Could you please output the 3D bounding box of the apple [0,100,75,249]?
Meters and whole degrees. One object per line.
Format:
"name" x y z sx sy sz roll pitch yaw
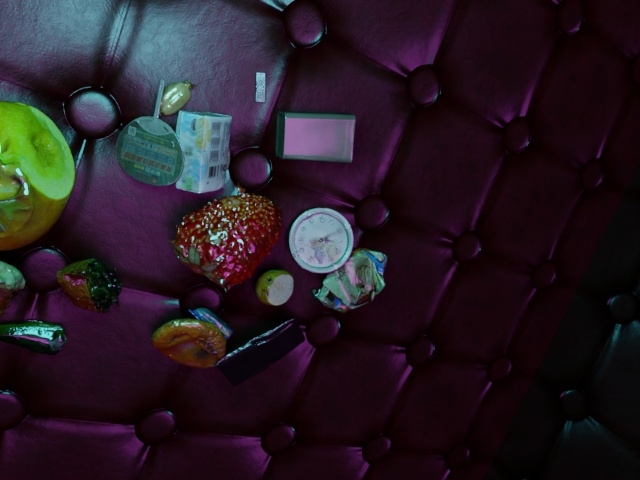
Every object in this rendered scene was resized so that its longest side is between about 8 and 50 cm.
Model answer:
"apple" -0.821 -0.164 1.280 0.374 0.374 0.384 16 101 -26

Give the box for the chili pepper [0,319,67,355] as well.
"chili pepper" -0.901 0.302 1.559 0.216 0.062 0.108 16 100 -25

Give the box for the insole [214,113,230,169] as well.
"insole" -0.329 -0.312 1.627 0.064 0.004 0.188 -16 113 -18

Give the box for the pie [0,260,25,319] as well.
"pie" -0.980 0.106 1.280 0.395 0.418 0.180 14 58 -25

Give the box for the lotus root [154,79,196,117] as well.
"lotus root" -0.436 -0.427 1.511 0.150 0.062 0.073 -44 95 -6

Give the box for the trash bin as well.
"trash bin" -0.019 -0.348 1.683 0.241 0.122 0.164 0 107 -20

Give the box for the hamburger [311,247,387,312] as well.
"hamburger" 0.124 0.162 1.895 0.261 0.150 0.276 13 102 -24

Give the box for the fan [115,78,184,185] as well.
"fan" -0.516 -0.300 1.490 0.223 0.012 0.294 -10 99 18

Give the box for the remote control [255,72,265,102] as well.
"remote control" -0.192 -0.489 1.619 0.034 0.016 0.091 2 107 -7

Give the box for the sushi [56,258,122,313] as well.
"sushi" -0.691 0.120 1.533 0.140 0.149 0.287 8 144 -1

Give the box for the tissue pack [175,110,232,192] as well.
"tissue pack" -0.377 -0.275 1.545 0.145 0.159 0.229 15 108 16

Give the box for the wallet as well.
"wallet" -0.208 0.404 1.843 0.323 0.041 0.247 -32 147 -12

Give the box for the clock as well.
"clock" 0.000 0.000 1.822 0.237 0.053 0.236 0 88 -12

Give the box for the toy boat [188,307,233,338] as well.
"toy boat" -0.399 0.301 1.754 0.110 0.091 0.175 -48 114 -8

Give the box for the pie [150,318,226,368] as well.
"pie" -0.438 0.347 1.704 0.273 0.069 0.273 0 138 0

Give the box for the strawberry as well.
"strawberry" -0.292 -0.031 1.610 0.292 0.292 0.343 41 71 -28

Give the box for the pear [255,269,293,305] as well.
"pear" -0.171 0.161 1.798 0.141 0.104 0.141 -25 127 -38
